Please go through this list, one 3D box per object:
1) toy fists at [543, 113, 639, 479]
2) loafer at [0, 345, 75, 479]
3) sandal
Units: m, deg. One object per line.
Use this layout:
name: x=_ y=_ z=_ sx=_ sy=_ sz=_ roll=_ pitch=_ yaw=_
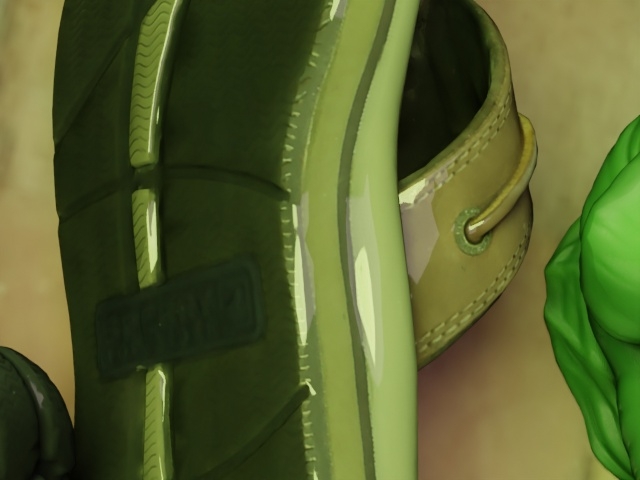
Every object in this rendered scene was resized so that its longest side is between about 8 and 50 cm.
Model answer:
toy fists: x=0.138 y=0.094 z=0.422 sx=0.096 sy=0.142 sz=0.279 roll=-23 pitch=87 yaw=-15
loafer: x=-0.102 y=0.126 z=0.396 sx=0.078 sy=0.076 sz=0.223 roll=8 pitch=97 yaw=23
sandal: x=-0.001 y=0.001 z=0.433 sx=0.086 sy=0.120 sz=0.303 roll=9 pitch=81 yaw=-40
